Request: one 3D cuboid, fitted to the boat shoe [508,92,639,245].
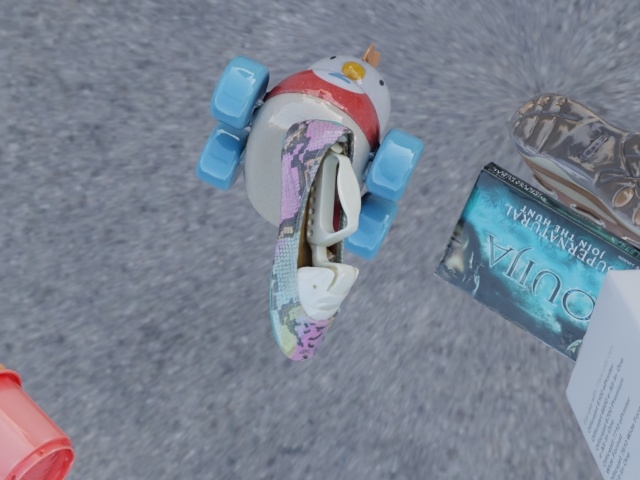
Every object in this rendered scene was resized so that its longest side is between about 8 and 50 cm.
[{"bbox_3d":[0.372,-0.065,1.655,0.123,0.116,0.324,-39,55,-12],"label":"boat shoe"}]

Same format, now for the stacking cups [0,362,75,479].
[{"bbox_3d":[-0.282,0.047,0.868,0.316,0.096,0.096,37,101,21],"label":"stacking cups"}]

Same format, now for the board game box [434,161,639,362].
[{"bbox_3d":[0.207,0.027,1.236,0.186,0.026,0.126,32,122,18],"label":"board game box"}]

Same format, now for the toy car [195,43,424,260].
[{"bbox_3d":[0.016,-0.143,1.473,0.219,0.238,0.210,25,144,4],"label":"toy car"}]

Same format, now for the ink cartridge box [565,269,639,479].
[{"bbox_3d":[0.318,0.155,0.848,0.223,0.307,0.129,-2,128,-13],"label":"ink cartridge box"}]

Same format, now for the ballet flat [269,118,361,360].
[{"bbox_3d":[0.000,0.000,1.210,0.079,0.077,0.222,2,88,43],"label":"ballet flat"}]
